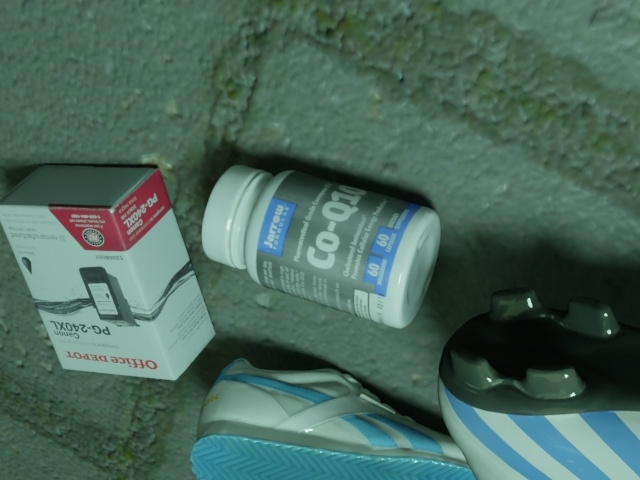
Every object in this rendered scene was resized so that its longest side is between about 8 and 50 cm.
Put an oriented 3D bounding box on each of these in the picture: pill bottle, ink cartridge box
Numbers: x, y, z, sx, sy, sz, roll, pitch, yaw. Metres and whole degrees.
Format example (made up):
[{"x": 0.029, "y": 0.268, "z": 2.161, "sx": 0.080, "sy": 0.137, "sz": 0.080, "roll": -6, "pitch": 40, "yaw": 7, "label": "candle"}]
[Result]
[{"x": 0.000, "y": 0.000, "z": 0.729, "sx": 0.137, "sy": 0.078, "sz": 0.078, "roll": 16, "pitch": 129, "yaw": 18, "label": "pill bottle"}, {"x": -0.154, "y": 0.024, "z": 0.843, "sx": 0.109, "sy": 0.063, "sz": 0.150, "roll": 2, "pitch": 124, "yaw": 28, "label": "ink cartridge box"}]

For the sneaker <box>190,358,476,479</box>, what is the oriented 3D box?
[{"x": 0.028, "y": 0.141, "z": 0.818, "sx": 0.228, "sy": 0.092, "sz": 0.087, "roll": 15, "pitch": 129, "yaw": -6, "label": "sneaker"}]

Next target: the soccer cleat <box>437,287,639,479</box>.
[{"x": 0.213, "y": 0.114, "z": 0.585, "sx": 0.331, "sy": 0.116, "sz": 0.143, "roll": 11, "pitch": 132, "yaw": 39, "label": "soccer cleat"}]
